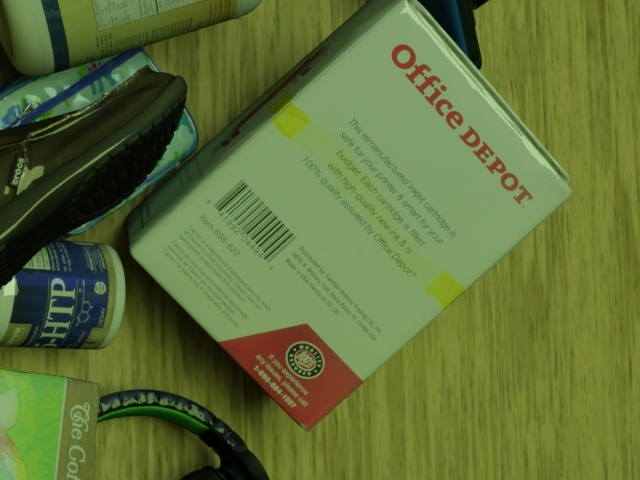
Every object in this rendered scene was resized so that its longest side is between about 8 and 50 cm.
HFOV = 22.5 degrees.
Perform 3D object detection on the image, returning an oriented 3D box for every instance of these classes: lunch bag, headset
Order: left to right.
[{"bbox_3d":[-0.252,-0.112,1.693,0.219,0.090,0.176,-36,98,-32],"label":"lunch bag"},{"bbox_3d":[-0.139,0.339,1.684,0.394,0.185,0.243,46,64,0],"label":"headset"}]

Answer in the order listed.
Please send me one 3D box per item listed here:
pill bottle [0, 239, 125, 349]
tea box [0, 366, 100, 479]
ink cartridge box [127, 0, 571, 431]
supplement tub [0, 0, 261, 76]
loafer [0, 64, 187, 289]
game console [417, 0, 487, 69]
[{"bbox_3d":[-0.301,0.052,1.619,0.187,0.112,0.112,4,80,-30],"label":"pill bottle"},{"bbox_3d":[-0.400,0.272,1.458,0.324,0.220,0.329,11,76,-30],"label":"tea box"},{"bbox_3d":[0.028,-0.038,1.707,0.385,0.160,0.279,-41,105,4],"label":"ink cartridge box"},{"bbox_3d":[-0.185,-0.311,1.614,0.316,0.228,0.228,-19,92,-13],"label":"supplement tub"},{"bbox_3d":[-0.277,-0.071,1.541,0.130,0.134,0.366,44,59,11],"label":"loafer"},{"bbox_3d":[0.177,-0.384,1.903,0.173,0.250,0.293,-21,118,-8],"label":"game console"}]
